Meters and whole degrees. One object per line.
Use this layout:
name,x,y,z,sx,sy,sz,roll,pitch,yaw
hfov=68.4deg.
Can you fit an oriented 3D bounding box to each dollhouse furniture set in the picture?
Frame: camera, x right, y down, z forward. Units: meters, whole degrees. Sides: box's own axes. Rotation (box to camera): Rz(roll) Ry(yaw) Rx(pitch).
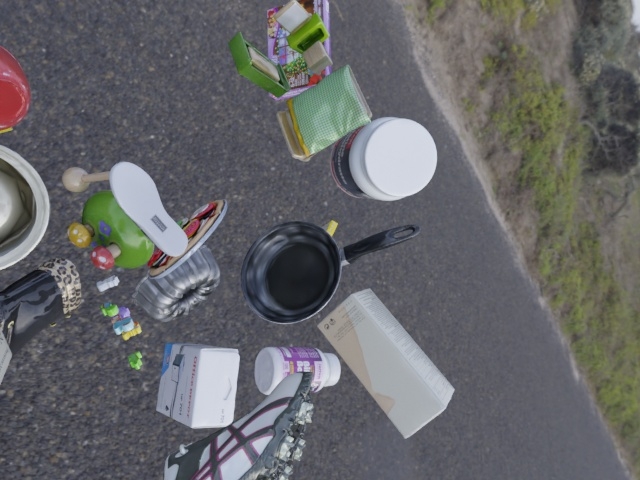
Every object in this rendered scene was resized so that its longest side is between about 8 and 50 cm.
dollhouse furniture set,-0.047,-0.352,1.029,0.151,0.198,0.301,19,45,-56

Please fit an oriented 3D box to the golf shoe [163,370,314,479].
golf shoe,-0.091,0.225,0.485,0.273,0.120,0.105,-49,151,-52

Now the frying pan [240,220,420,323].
frying pan,-0.002,0.019,0.867,0.197,0.326,0.053,54,1,28

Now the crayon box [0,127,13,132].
crayon box,-0.926,-0.311,1.082,0.202,0.319,0.081,90,-25,-51

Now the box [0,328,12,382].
box,-0.438,0.057,0.504,0.094,0.113,0.275,-11,118,-14

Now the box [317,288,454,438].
box,0.152,0.270,1.084,0.311,0.121,0.148,51,17,17

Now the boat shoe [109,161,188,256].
boat shoe,-0.218,-0.036,0.586,0.049,0.040,0.142,-46,131,-27

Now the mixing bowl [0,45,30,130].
mixing bowl,-0.631,-0.278,0.894,0.181,0.098,0.181,-43,151,-30

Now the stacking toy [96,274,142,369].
stacking toy,-0.482,0.194,1.154,0.052,0.221,0.166,-25,114,-20

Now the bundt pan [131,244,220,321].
bundt pan,-0.499,0.171,1.707,0.124,0.331,0.331,48,32,17

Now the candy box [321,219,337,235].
candy box,0.000,0.000,1.541,0.027,0.206,0.105,26,78,-8

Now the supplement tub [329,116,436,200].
supplement tub,0.143,-0.194,1.142,0.191,0.272,0.191,-2,97,-14

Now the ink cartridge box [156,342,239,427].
ink cartridge box,-0.242,0.275,0.917,0.082,0.191,0.139,13,75,-34

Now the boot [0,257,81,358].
boot,-0.705,0.216,1.065,0.138,0.377,0.284,34,35,4

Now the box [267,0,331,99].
box,-0.069,-0.614,1.508,0.057,0.201,0.293,11,76,-66

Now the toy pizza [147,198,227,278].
toy pizza,-0.254,-0.011,0.882,0.032,0.201,0.201,46,45,-22

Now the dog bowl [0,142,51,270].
dog bowl,-1.030,-0.110,1.387,0.408,0.150,0.407,-8,107,-28

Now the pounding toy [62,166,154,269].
pounding toy,-0.460,-0.026,0.977,0.110,0.183,0.236,-47,137,-52

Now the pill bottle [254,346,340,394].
pill bottle,-0.080,0.486,1.767,0.302,0.169,0.169,9,72,-34
